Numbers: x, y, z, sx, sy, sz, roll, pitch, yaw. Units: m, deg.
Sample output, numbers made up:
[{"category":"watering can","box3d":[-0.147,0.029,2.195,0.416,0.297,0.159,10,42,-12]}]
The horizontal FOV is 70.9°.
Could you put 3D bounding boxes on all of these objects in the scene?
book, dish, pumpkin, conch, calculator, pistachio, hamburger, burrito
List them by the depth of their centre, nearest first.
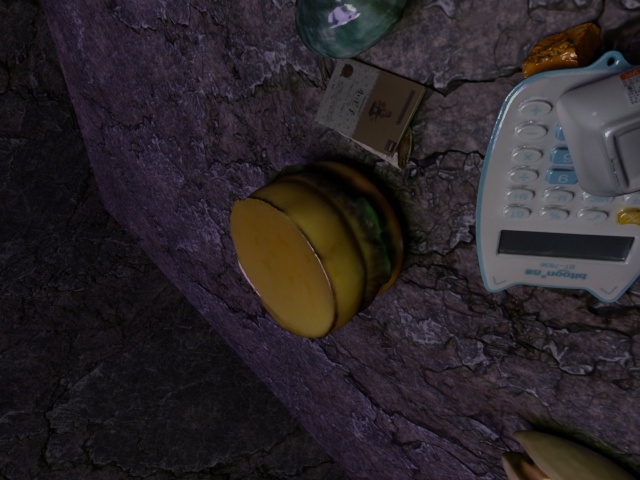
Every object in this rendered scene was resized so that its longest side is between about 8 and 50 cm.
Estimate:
[{"category":"dish","box3d":[0.394,-0.126,0.493,0.213,0.077,0.151,-19,119,27]},{"category":"pumpkin","box3d":[0.315,-0.239,0.589,0.074,0.083,0.054,5,141,52]},{"category":"calculator","box3d":[0.356,-0.069,0.631,0.257,0.054,0.386,4,132,15]},{"category":"conch","box3d":[0.040,-0.407,0.710,0.220,0.195,0.277,49,-179,23]},{"category":"book","box3d":[0.086,-0.259,0.855,0.199,0.016,0.138,34,108,28]},{"category":"burrito","box3d":[0.090,-0.227,0.901,0.226,0.060,0.086,35,115,30]},{"category":"pistachio","box3d":[0.548,0.535,0.954,0.318,0.214,0.193,35,102,42]},{"category":"hamburger","box3d":[0.000,0.000,1.041,0.396,0.278,0.395,30,137,32]}]
